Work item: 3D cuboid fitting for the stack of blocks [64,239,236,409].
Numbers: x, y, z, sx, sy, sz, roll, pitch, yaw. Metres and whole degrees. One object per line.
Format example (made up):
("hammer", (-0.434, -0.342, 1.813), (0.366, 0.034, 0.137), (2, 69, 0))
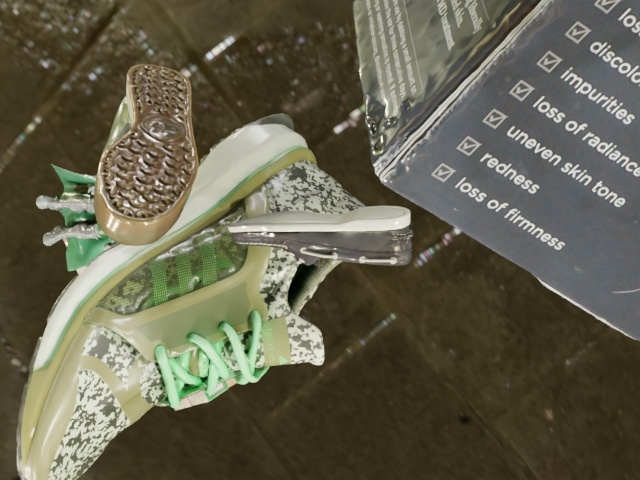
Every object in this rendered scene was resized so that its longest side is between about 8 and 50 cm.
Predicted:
("stack of blocks", (-0.220, 0.088, 1.820), (0.087, 0.171, 0.297), (-20, 98, 46))

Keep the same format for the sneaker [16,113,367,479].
("sneaker", (-0.089, 0.068, 1.080), (0.182, 0.158, 0.410), (29, 64, 21))

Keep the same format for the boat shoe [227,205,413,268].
("boat shoe", (0.000, 0.000, 0.847), (0.125, 0.046, 0.038), (-3, 105, 11))

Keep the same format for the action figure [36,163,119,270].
("action figure", (-0.243, -0.030, 1.527), (0.232, 0.063, 0.137), (-3, 103, 35))

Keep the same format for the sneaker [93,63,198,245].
("sneaker", (-0.124, -0.040, 0.885), (0.064, 0.086, 0.192), (12, 37, -10))

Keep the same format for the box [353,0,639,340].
("box", (0.358, -0.175, 1.051), (0.472, 0.480, 0.297), (-45, 28, 29))
